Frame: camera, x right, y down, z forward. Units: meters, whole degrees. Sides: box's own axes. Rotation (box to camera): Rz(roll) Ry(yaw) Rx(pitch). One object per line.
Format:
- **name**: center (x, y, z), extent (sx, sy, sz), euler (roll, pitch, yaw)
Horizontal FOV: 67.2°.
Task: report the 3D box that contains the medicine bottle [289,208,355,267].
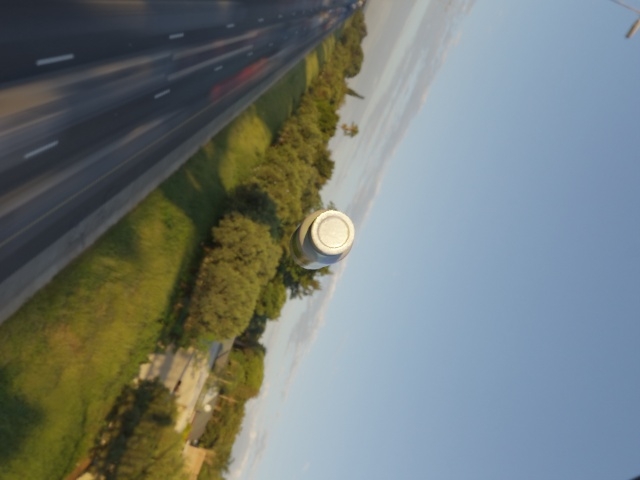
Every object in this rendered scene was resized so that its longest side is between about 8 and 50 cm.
- **medicine bottle**: center (0.000, 0.000, 0.844), extent (0.260, 0.095, 0.095), euler (138, -27, -79)
